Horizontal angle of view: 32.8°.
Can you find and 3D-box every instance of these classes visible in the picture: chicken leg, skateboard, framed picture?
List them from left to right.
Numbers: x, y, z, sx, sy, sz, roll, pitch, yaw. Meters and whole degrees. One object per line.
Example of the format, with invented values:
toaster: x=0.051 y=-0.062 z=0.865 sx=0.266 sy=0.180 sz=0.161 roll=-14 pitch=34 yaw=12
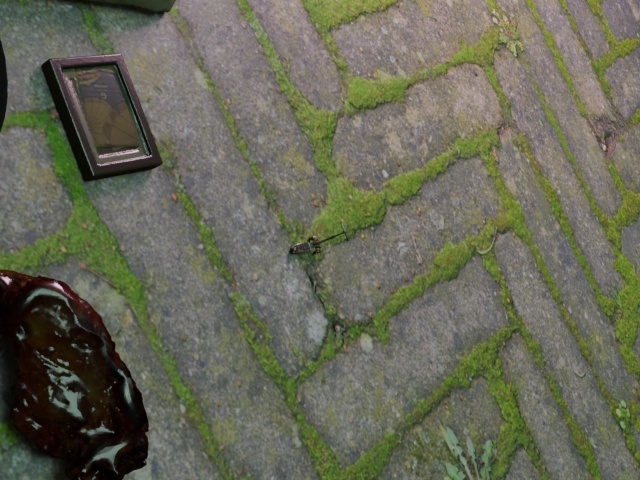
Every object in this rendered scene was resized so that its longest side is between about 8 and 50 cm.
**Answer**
chicken leg: x=-0.338 y=0.116 z=1.246 sx=0.407 sy=0.096 sz=0.158 roll=49 pitch=62 yaw=-16
framed picture: x=-0.295 y=-0.170 z=1.479 sx=0.128 sy=0.023 sz=0.168 roll=-17 pitch=84 yaw=-50
skateboard: x=0.000 y=0.000 z=1.675 sx=0.064 sy=0.083 sz=0.032 roll=-12 pitch=81 yaw=-49

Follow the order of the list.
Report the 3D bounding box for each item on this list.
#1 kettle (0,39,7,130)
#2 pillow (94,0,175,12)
kettle: x=-0.505 y=-0.188 z=1.015 sx=0.228 sy=0.324 sz=0.320 roll=-38 pitch=119 yaw=-62
pillow: x=-0.265 y=-0.456 z=1.499 sx=0.281 sy=0.274 sz=0.076 roll=-6 pitch=39 yaw=-49
